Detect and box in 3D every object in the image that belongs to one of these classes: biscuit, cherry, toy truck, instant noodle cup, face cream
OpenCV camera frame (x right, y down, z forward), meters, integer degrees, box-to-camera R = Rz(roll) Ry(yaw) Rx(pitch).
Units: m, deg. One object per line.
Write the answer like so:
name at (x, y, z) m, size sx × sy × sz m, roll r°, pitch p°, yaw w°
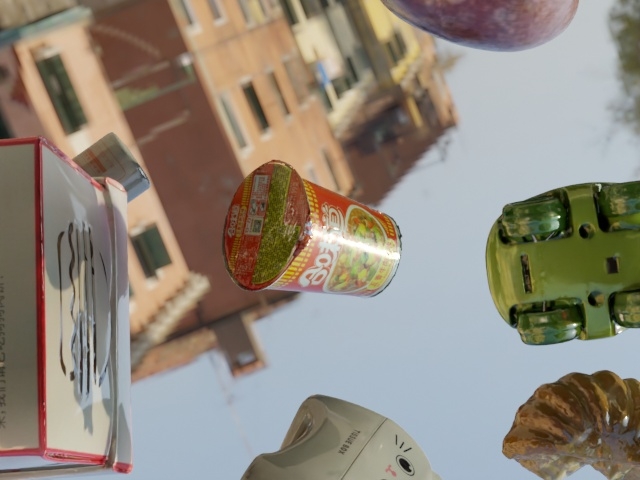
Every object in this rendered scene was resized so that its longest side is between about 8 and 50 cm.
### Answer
biscuit at (0.269, 0.184, 1.470) m, size 0.183 × 0.118 × 0.061 m, roll 11°, pitch -176°, yaw -7°
cherry at (0.186, -0.312, 1.605) m, size 0.286 × 0.236 × 0.213 m, roll -4°, pitch -161°, yaw 6°
toy truck at (0.243, 0.018, 1.480) m, size 0.187 × 0.148 × 0.210 m, roll -10°, pitch -176°, yaw -11°
instant noodle cup at (0.000, 0.000, 2.193) m, size 0.212 × 0.193 × 0.193 m, roll 15°, pitch 164°, yaw -38°
face cream at (-0.371, -0.046, 2.207) m, size 0.252 × 0.101 × 0.101 m, roll -36°, pitch -169°, yaw -7°

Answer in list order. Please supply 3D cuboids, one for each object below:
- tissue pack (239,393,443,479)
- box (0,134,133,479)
tissue pack at (0.017, 0.376, 2.102) m, size 0.236 × 0.229 × 0.333 m, roll 27°, pitch -155°, yaw 11°
box at (-0.370, 0.081, 1.518) m, size 0.312 × 0.314 × 0.300 m, roll -4°, pitch 169°, yaw 6°
